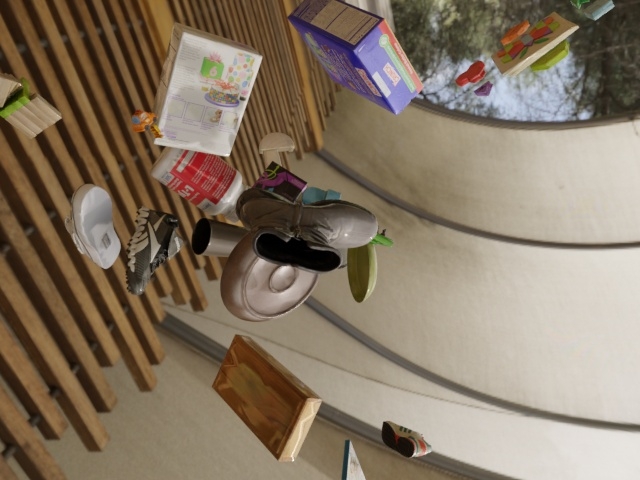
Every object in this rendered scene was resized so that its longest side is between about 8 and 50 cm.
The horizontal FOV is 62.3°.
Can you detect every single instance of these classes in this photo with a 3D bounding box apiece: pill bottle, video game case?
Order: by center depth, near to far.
[{"bbox_3d":[0.084,0.585,1.280,0.015,0.166,0.119,-13,-155,13],"label":"video game case"},{"bbox_3d":[-0.483,-0.253,2.232,0.229,0.408,0.229,-43,-155,26],"label":"pill bottle"}]

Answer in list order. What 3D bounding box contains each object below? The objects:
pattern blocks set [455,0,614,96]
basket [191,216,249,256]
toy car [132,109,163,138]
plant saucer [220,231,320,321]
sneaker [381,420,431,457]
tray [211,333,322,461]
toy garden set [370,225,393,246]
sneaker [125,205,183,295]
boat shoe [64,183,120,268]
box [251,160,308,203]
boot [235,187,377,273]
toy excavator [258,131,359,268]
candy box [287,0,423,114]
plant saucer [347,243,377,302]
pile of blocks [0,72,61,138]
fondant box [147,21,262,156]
[{"bbox_3d":[0.485,-0.455,1.228,0.325,0.026,0.285,-40,-154,11],"label":"pattern blocks set"},{"bbox_3d":[-0.389,-0.001,2.188,0.227,0.154,0.204,10,171,-34],"label":"basket"},{"bbox_3d":[-0.355,-0.252,1.110,0.122,0.040,0.060,19,-124,42],"label":"toy car"},{"bbox_3d":[-0.105,0.085,1.342,0.311,0.310,0.050,-28,-138,-24],"label":"plant saucer"},{"bbox_3d":[0.218,0.506,1.347,0.075,0.057,0.161,9,178,-23],"label":"sneaker"},{"bbox_3d":[-0.184,0.479,1.666,0.076,0.202,0.411,21,-176,-44],"label":"tray"},{"bbox_3d":[0.066,-0.051,1.514,0.244,0.204,0.049,11,-101,61],"label":"toy garden set"},{"bbox_3d":[-0.343,0.016,1.107,0.106,0.078,0.234,4,-137,-11],"label":"sneaker"},{"bbox_3d":[-0.482,-0.029,1.088,0.084,0.258,0.095,23,-128,4],"label":"boat shoe"},{"bbox_3d":[-0.125,-0.115,1.385,0.116,0.029,0.162,32,-105,8],"label":"box"},{"bbox_3d":[0.000,0.000,1.078,0.338,0.118,0.222,5,-156,-25],"label":"boot"},{"bbox_3d":[-0.062,-0.139,1.968,0.445,0.432,0.222,19,177,-8],"label":"toy excavator"},{"bbox_3d":[0.095,-0.513,1.447,0.122,0.268,0.317,-47,-130,2],"label":"candy box"},{"bbox_3d":[0.134,0.078,1.683,0.037,0.241,0.241,-1,-156,-13],"label":"plant saucer"},{"bbox_3d":[-0.825,-0.380,1.281,0.149,0.362,0.112,-45,-129,27],"label":"pile of blocks"},{"bbox_3d":[-0.340,-0.426,1.542,0.238,0.330,0.096,5,-147,-34],"label":"fondant box"}]
